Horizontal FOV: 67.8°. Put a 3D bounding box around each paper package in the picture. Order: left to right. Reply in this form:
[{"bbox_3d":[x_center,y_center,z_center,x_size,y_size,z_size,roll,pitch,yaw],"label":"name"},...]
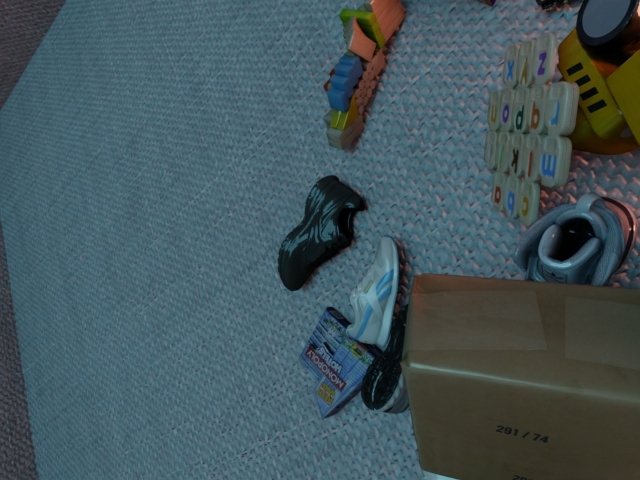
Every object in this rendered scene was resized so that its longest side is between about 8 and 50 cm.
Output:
[{"bbox_3d":[0.291,0.210,0.649,0.324,0.310,0.168,2,43,21],"label":"paper package"}]

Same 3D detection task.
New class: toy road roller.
[{"bbox_3d":[0.450,-0.180,0.671,0.241,0.202,0.330,125,143,-53],"label":"toy road roller"}]

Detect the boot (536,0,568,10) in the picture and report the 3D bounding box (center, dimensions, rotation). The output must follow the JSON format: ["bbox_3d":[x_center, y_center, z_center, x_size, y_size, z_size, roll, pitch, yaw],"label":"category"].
[{"bbox_3d":[0.460,-0.426,0.795,0.178,0.085,0.237,-21,67,36],"label":"boot"}]

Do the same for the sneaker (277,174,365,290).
[{"bbox_3d":[0.000,0.000,1.085,0.130,0.109,0.287,34,107,28],"label":"sneaker"}]

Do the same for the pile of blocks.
[{"bbox_3d":[0.058,-0.392,1.052,0.112,0.148,0.363,26,101,35],"label":"pile of blocks"}]

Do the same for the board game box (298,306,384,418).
[{"bbox_3d":[0.030,0.282,1.056,0.194,0.060,0.194,37,106,33],"label":"board game box"}]

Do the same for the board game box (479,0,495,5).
[{"bbox_3d":[0.213,-0.717,0.841,0.356,0.356,0.357,42,109,32],"label":"board game box"}]

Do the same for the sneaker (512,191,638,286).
[{"bbox_3d":[0.350,0.090,0.741,0.137,0.210,0.366,33,105,35],"label":"sneaker"}]

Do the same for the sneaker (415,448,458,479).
[{"bbox_3d":[0.236,0.441,0.853,0.146,0.122,0.331,8,81,38],"label":"sneaker"}]

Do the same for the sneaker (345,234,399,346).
[{"bbox_3d":[0.110,0.100,0.982,0.092,0.087,0.229,9,90,5],"label":"sneaker"}]

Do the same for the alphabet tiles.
[{"bbox_3d":[0.324,-0.173,0.763,0.021,0.284,0.278,0,105,-1],"label":"alphabet tiles"}]

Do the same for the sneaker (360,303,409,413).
[{"bbox_3d":[0.186,0.217,0.933,0.272,0.108,0.100,-56,37,0],"label":"sneaker"}]
